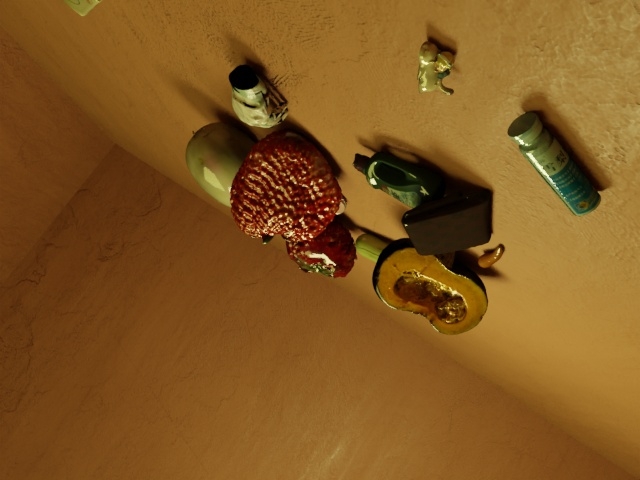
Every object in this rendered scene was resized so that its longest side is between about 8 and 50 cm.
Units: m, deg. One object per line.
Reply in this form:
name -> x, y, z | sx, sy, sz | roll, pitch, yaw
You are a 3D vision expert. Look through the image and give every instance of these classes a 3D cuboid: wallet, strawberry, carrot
wallet -> 0.279, -0.029, 1.170 | 0.182, 0.049, 0.229 | -16, 154, 12
strawberry -> -0.092, -0.158, 1.501 | 0.312, 0.267, 0.351 | 9, 138, -4
carrot -> 0.419, 0.040, 1.323 | 0.035, 0.035, 0.142 | 33, 162, 5
strawberry -> 0.000, 0.000, 1.904 | 0.274, 0.220, 0.274 | 18, 162, 6

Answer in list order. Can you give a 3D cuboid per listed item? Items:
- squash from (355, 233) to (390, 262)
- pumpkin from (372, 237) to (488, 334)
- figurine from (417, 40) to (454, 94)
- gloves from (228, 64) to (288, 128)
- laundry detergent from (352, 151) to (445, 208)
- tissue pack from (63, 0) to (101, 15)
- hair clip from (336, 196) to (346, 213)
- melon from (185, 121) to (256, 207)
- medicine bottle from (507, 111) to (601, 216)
squash -> 0.214, 0.040, 1.792 | 0.250, 0.083, 0.083 | 23, 165, 42
pumpkin -> 0.307, 0.095, 1.532 | 0.325, 0.242, 0.232 | 31, -161, -5
figurine -> 0.170, -0.249, 0.785 | 0.050, 0.047, 0.083 | 14, 155, 20
gloves -> -0.152, -0.317, 1.275 | 0.127, 0.111, 0.212 | 26, 159, 18
laundry detergent -> 0.161, -0.142, 1.183 | 0.221, 0.078, 0.144 | 32, 167, 21
tissue pack -> -0.570, -0.612, 1.251 | 0.148, 0.092, 0.196 | 40, 169, -32
hair clip -> 0.008, -0.109, 1.703 | 0.138, 0.102, 0.123 | 22, 167, 47
melon -> -0.286, -0.234, 1.716 | 0.317, 0.223, 0.223 | 47, 164, -32
medicine bottle -> 0.352, -0.110, 0.810 | 0.191, 0.051, 0.051 | 40, 168, -26
